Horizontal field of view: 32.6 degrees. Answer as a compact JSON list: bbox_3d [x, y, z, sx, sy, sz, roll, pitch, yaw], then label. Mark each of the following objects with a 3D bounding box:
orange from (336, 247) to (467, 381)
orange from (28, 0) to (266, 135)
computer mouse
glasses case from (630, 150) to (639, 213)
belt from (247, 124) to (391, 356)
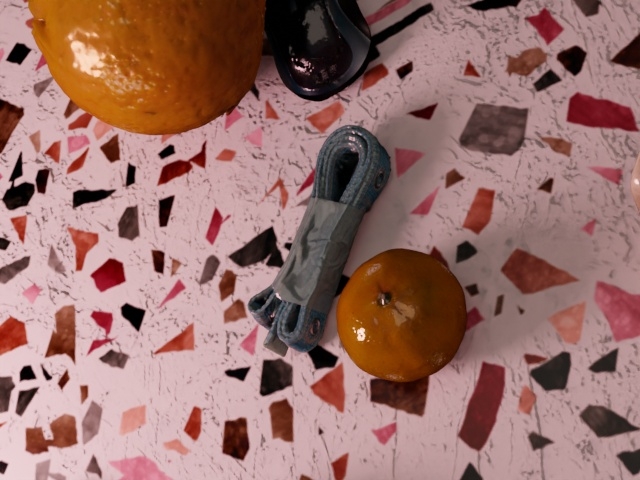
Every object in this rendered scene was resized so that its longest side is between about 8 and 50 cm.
[{"bbox_3d":[0.091,0.085,1.263,0.156,0.124,0.156,-6,73,21],"label":"orange"},{"bbox_3d":[-0.224,-0.301,1.407,0.293,0.340,0.340,-4,67,-13],"label":"orange"},{"bbox_3d":[-0.019,-0.300,1.462,0.137,0.096,0.233,-26,65,14],"label":"computer mouse"},{"bbox_3d":[0.378,-0.048,1.061,0.076,0.336,0.144,19,80,28],"label":"glasses case"},{"bbox_3d":[0.000,0.000,1.365,0.087,0.072,0.302,19,79,24],"label":"belt"}]
